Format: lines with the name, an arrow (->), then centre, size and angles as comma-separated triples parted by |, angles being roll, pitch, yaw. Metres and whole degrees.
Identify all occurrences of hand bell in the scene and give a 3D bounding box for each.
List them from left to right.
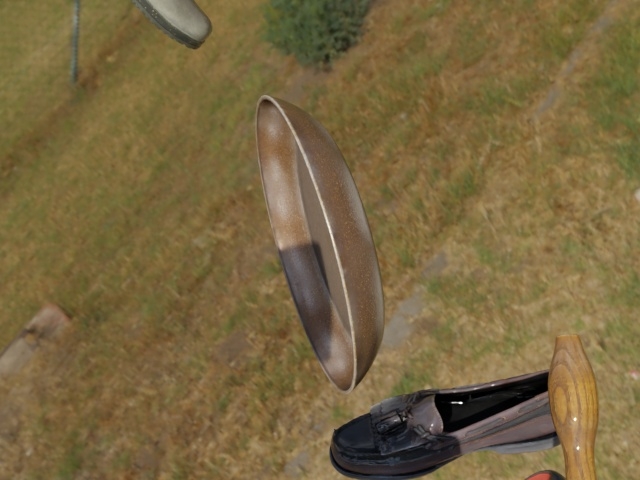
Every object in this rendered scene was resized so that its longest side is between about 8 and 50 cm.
hand bell -> 0.206, 0.195, 0.727 | 0.126, 0.126, 0.241 | -10, 70, 29

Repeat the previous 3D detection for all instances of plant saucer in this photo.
plant saucer -> 0.000, 0.000, 0.941 | 0.050, 0.310, 0.310 | -16, 40, -13

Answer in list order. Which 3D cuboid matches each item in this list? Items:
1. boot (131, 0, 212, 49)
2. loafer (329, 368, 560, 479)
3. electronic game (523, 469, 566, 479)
boot -> -0.151, -0.324, 0.946 | 0.161, 0.246, 0.083 | -36, 37, 10
loafer -> 0.157, 0.211, 1.120 | 0.303, 0.095, 0.109 | -9, 38, -4
electronic game -> 0.211, 0.363, 1.059 | 0.229, 0.048, 0.229 | -56, -1, -2
